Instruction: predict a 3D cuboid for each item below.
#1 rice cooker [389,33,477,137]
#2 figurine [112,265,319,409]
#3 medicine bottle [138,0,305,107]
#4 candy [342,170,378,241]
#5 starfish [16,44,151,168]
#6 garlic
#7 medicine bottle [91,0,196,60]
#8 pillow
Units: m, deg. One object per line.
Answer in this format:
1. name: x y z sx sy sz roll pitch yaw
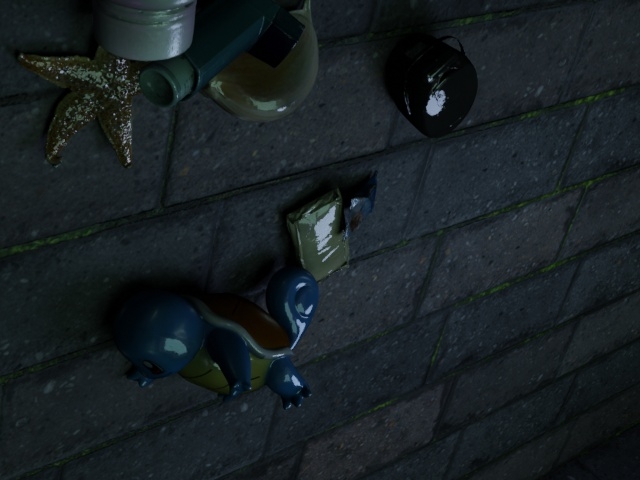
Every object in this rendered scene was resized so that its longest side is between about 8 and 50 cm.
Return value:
1. rice cooker: 0.193 -0.267 1.969 0.142 0.118 0.203 -39 146 -13
2. figurine: -0.152 0.184 1.934 0.416 0.298 0.243 -8 103 -43
3. medicine bottle: -0.135 -0.257 1.556 0.258 0.124 0.079 -46 -175 -41
4. candy: 0.072 -0.063 2.081 0.136 0.038 0.088 -47 156 -54
5. starfish: -0.284 -0.194 1.567 0.295 0.048 0.231 -10 133 -38
6. garlic: -0.059 -0.271 1.720 0.266 0.128 0.148 -44 159 -26
7. medicine bottle: -0.210 -0.358 1.394 0.152 0.152 0.254 -21 137 -35
8. pillow: 0.000 0.000 2.072 0.119 0.053 0.208 -35 143 -23
